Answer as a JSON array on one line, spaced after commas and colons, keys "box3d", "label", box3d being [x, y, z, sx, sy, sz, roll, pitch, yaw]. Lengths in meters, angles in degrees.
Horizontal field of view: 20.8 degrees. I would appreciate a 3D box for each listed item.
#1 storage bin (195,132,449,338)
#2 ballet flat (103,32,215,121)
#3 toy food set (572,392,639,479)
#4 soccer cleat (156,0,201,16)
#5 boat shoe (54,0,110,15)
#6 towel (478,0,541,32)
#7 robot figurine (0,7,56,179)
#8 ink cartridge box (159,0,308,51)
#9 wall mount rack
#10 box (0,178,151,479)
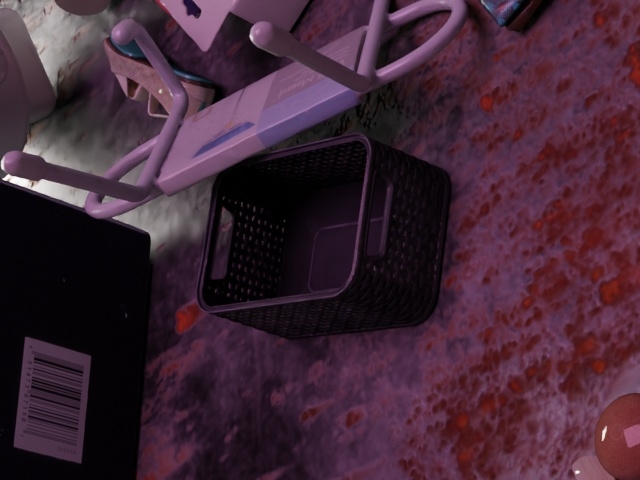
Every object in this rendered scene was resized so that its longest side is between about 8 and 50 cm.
[{"box3d": [0.000, 0.000, 1.296, 0.180, 0.084, 0.122, -9, 67, 47], "label": "storage bin"}, {"box3d": [-0.153, -0.142, 1.564, 0.168, 0.057, 0.052, 34, 110, 51], "label": "ballet flat"}, {"box3d": [0.219, 0.118, 0.995, 0.218, 0.071, 0.128, -41, 46, 31], "label": "toy food set"}, {"box3d": [-0.111, -0.318, 1.575, 0.095, 0.083, 0.248, -19, 57, 39], "label": "soccer cleat"}, {"box3d": [-0.217, -0.314, 1.641, 0.227, 0.079, 0.081, 108, 166, -51], "label": "boat shoe"}, {"box3d": [0.131, -0.362, 1.316, 0.271, 0.040, 0.370, -57, 40, 26], "label": "towel"}, {"box3d": [-0.417, -0.115, 1.634, 0.300, 0.353, 0.200, -24, 92, 44], "label": "robot figurine"}, {"box3d": [-0.045, -0.253, 1.474, 0.198, 0.067, 0.115, -55, 40, 15], "label": "ink cartridge box"}, {"box3d": [-0.073, -0.117, 1.284, 0.350, 0.130, 0.304, -26, 22, 21], "label": "wall mount rack"}, {"box3d": [-0.320, 0.162, 1.526, 0.312, 0.179, 0.343, -19, 60, 43], "label": "box"}]
